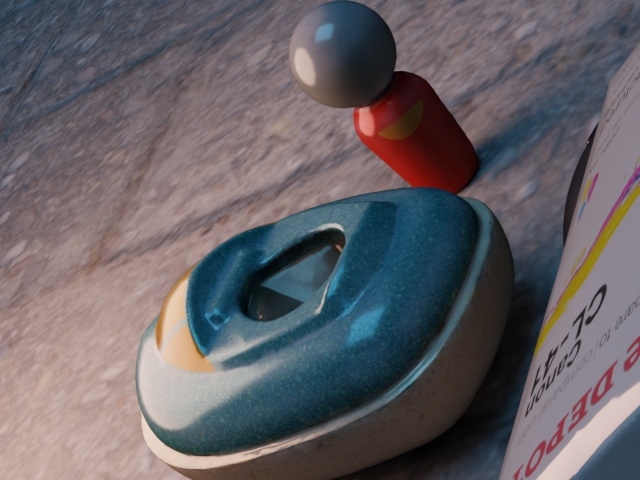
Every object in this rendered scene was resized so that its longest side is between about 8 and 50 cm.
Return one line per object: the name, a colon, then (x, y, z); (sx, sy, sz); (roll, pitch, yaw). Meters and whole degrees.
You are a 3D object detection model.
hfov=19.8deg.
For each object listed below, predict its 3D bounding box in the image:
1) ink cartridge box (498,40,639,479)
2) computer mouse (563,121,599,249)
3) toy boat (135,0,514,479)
ink cartridge box: (0.187, -0.010, 0.689); (0.226, 0.131, 0.306); (-57, 6, 46)
computer mouse: (0.168, -0.057, 0.965); (0.184, 0.060, 0.262); (101, -172, -78)
toy boat: (0.000, 0.000, 1.078); (0.267, 0.148, 0.318); (-21, 33, 40)
